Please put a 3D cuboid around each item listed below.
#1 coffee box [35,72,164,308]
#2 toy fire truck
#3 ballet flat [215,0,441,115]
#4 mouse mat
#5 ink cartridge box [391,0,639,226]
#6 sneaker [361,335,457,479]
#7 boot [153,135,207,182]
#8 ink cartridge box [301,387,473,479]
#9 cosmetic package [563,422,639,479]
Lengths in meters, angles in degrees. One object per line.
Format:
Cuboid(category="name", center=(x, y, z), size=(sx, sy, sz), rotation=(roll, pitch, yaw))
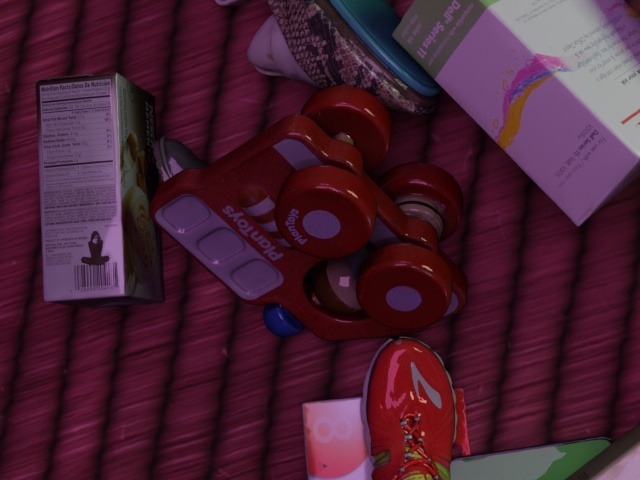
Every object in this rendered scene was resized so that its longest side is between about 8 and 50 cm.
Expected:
Cuboid(category="coffee box", center=(-0.246, -0.052, 1.538), size=(0.098, 0.141, 0.246), rotation=(-4, 83, 10))
Cuboid(category="toy fire truck", center=(0.000, 0.000, 1.455), size=(0.254, 0.169, 0.302), rotation=(-28, 122, 32))
Cuboid(category="ballet flat", center=(-0.041, -0.303, 1.537), size=(0.182, 0.164, 0.482), rotation=(-36, 74, 27))
Cuboid(category="mouse mat", center=(0.237, 0.299, 1.483), size=(0.190, 0.007, 0.152), rotation=(-9, 85, 4))
Cuboid(category="ink cartridge box", center=(0.271, -0.155, 1.416), size=(0.353, 0.207, 0.119), rotation=(48, 134, 11))
Cuboid(category="sneaker", center=(0.101, 0.239, 1.435), size=(0.107, 0.118, 0.279), rotation=(0, 84, -5))
Cuboid(category="boot", center=(-0.062, -0.076, 1.541), size=(0.208, 0.076, 0.189), rotation=(-29, 95, 13))
Cuboid(category="ink cartridge box", center=(0.074, 0.242, 1.504), size=(0.179, 0.045, 0.145), rotation=(-7, 84, 12))
Cuboid(category="cosmetic package", center=(0.301, 0.283, 1.396), size=(0.309, 0.160, 0.113), rotation=(-37, 81, 1))
